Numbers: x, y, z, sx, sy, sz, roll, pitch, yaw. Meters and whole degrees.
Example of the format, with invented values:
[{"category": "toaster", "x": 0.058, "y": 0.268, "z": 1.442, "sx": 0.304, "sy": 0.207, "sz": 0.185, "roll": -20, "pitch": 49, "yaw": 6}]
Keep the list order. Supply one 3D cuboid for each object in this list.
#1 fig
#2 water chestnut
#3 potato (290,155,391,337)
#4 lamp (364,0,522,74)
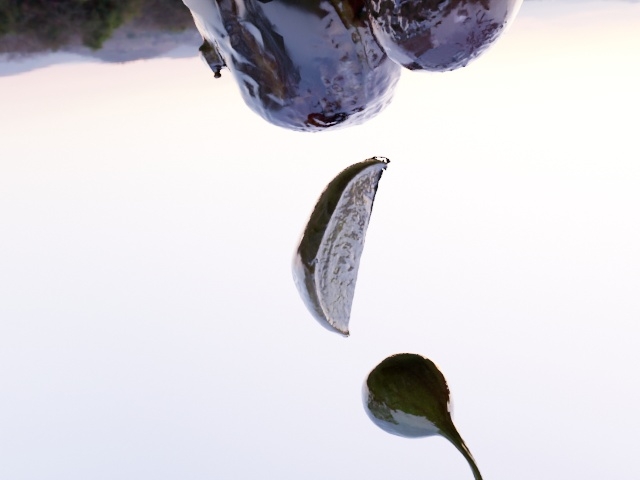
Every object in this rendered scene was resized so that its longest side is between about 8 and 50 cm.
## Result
[{"category": "fig", "x": 0.150, "y": 0.250, "z": 0.875, "sx": 0.124, "sy": 0.124, "sz": 0.236, "roll": -15, "pitch": -138, "yaw": -27}, {"category": "water chestnut", "x": 0.004, "y": -0.322, "z": 0.860, "sx": 0.347, "sy": 0.335, "sz": 0.335, "roll": -36, "pitch": -153, "yaw": -11}, {"category": "potato", "x": -0.001, "y": -0.003, "z": 0.906, "sx": 0.100, "sy": 0.261, "sz": 0.120, "roll": 10, "pitch": -178, "yaw": -45}, {"category": "lamp", "x": 0.100, "y": -0.230, "z": 0.577, "sx": 0.157, "sy": 0.156, "sz": 0.135, "roll": -3, "pitch": 171, "yaw": 39}]
